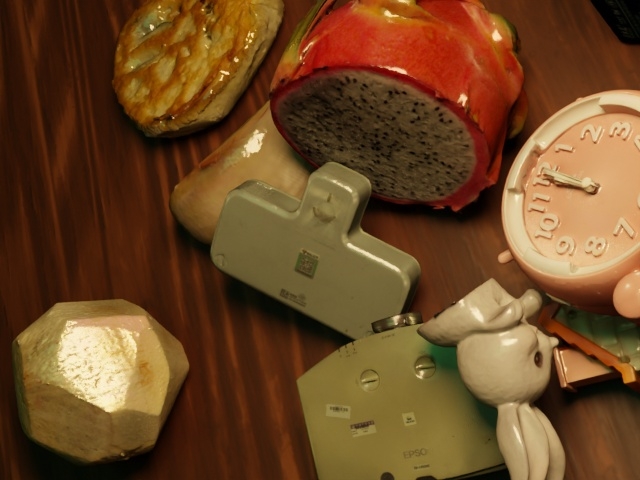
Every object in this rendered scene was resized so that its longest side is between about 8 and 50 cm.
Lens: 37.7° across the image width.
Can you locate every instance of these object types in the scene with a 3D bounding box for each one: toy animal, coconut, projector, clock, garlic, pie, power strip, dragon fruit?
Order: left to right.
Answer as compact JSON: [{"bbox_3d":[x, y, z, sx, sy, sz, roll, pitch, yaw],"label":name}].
[{"bbox_3d":[-0.295,0.190,1.275,0.197,0.237,0.236,131,135,-57],"label":"coconut"},{"bbox_3d":[-0.197,-0.297,1.445,0.315,0.092,0.315,-13,63,28],"label":"pie"},{"bbox_3d":[-0.082,-0.141,1.301,0.338,0.151,0.196,-55,41,3],"label":"garlic"},{"bbox_3d":[0.001,0.000,1.167,0.265,0.059,0.193,27,118,14],"label":"power strip"},{"bbox_3d":[0.106,-0.198,1.132,0.305,0.305,0.225,8,62,31],"label":"dragon fruit"},{"bbox_3d":[0.111,0.182,1.088,0.270,0.088,0.193,-17,82,23],"label":"projector"},{"bbox_3d":[0.203,0.146,0.949,0.131,0.104,0.220,-35,76,14],"label":"toy animal"},{"bbox_3d":[0.297,-0.035,0.946,0.241,0.142,0.227,24,88,48],"label":"clock"},{"bbox_3d":[0.368,0.059,1.006,0.255,0.106,0.219,-19,64,27],"label":"clock"}]

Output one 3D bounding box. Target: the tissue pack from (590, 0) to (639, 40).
[{"bbox_3d":[0.377,-0.385,0.957,0.264,0.416,0.253,1,78,33],"label":"tissue pack"}]
